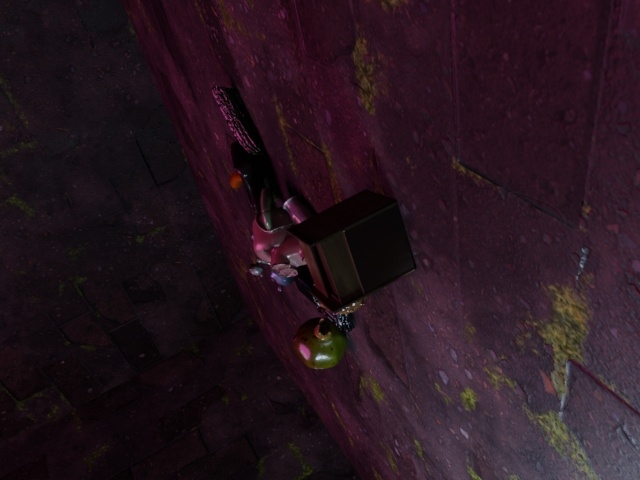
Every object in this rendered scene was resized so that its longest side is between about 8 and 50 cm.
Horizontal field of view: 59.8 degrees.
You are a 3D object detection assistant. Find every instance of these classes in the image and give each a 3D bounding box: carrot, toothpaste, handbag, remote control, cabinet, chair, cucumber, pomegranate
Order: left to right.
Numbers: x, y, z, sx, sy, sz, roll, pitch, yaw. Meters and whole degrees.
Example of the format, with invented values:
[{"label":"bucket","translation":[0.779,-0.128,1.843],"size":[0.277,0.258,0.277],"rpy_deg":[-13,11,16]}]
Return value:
[{"label":"cucumber","translation":[-0.272,-0.395,1.855],"size":[0.265,0.077,0.077],"rpy_deg":[65,164,-6]},{"label":"carrot","translation":[-0.335,-0.261,2.313],"size":[0.271,0.062,0.066],"rpy_deg":[165,110,-70]},{"label":"handbag","translation":[-0.239,-0.225,1.975],"size":[0.246,0.080,0.223],"rpy_deg":[-110,-3,-57]},{"label":"chair","translation":[-0.183,-0.233,1.915],"size":[0.086,0.037,0.042],"rpy_deg":[60,153,-5]},{"label":"toothpaste","translation":[0.000,0.000,1.684],"size":[0.323,0.066,0.100],"rpy_deg":[52,154,19]},{"label":"remote control","translation":[0.000,0.205,2.011],"size":[0.399,0.062,0.144],"rpy_deg":[35,149,58]},{"label":"pomegranate","translation":[0.002,0.376,2.040],"size":[0.198,0.198,0.246],"rpy_deg":[62,165,2]},{"label":"cabinet","translation":[0.063,0.018,1.227],"size":[0.148,0.215,0.174],"rpy_deg":[31,145,62]}]

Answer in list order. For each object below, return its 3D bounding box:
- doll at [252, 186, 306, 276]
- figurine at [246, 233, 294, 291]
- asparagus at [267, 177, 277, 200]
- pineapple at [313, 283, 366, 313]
[{"label":"doll","translation":[-0.113,-0.025,1.829],"size":[0.284,0.217,0.268],"rpy_deg":[51,-155,-65]},{"label":"figurine","translation":[-0.203,0.081,2.258],"size":[0.103,0.205,0.260],"rpy_deg":[-35,86,49]},{"label":"asparagus","translation":[-0.171,-0.184,1.981],"size":[0.025,0.021,0.108],"rpy_deg":[43,155,39]},{"label":"pineapple","translation":[0.060,0.062,1.481],"size":[0.158,0.158,0.278],"rpy_deg":[48,149,40]}]
